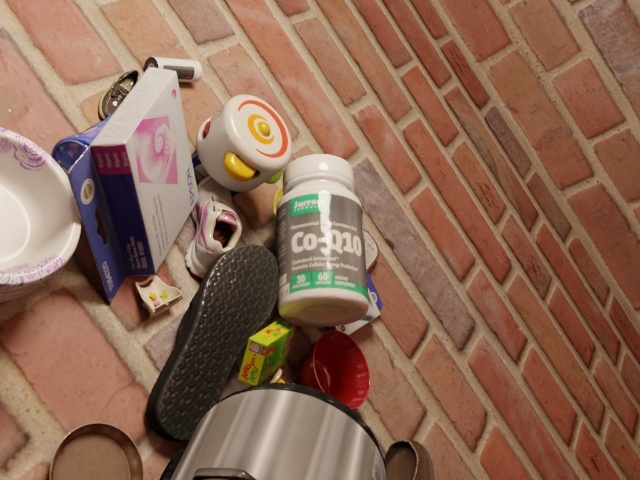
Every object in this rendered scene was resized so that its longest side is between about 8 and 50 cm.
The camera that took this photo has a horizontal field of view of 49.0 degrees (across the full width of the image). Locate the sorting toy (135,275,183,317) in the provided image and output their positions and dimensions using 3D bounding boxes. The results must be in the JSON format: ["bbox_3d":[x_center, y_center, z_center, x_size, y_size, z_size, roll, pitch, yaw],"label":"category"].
[{"bbox_3d":[-0.328,0.106,1.386,0.075,0.045,0.083,56,38,5],"label":"sorting toy"}]

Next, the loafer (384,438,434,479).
[{"bbox_3d":[0.151,0.585,1.549,0.130,0.134,0.366,45,41,-20],"label":"loafer"}]

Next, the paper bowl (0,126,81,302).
[{"bbox_3d":[-0.550,-0.035,1.134,0.284,0.148,0.284,26,51,-36],"label":"paper bowl"}]

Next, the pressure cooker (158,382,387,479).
[{"bbox_3d":[-0.090,0.475,1.103,0.370,0.375,0.420,38,27,-9],"label":"pressure cooker"}]

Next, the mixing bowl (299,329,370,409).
[{"bbox_3d":[0.018,0.306,1.601,0.181,0.098,0.181,26,50,-35],"label":"mixing bowl"}]

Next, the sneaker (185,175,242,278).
[{"bbox_3d":[-0.220,-0.043,1.538,0.103,0.111,0.252,24,51,-38],"label":"sneaker"}]

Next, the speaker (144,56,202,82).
[{"bbox_3d":[-0.347,-0.404,1.663,0.136,0.055,0.055,-12,77,-51],"label":"speaker"}]

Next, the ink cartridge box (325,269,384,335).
[{"bbox_3d":[0.066,0.112,1.778,0.224,0.045,0.223,-28,94,-43],"label":"ink cartridge box"}]

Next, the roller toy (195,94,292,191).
[{"bbox_3d":[-0.166,-0.218,1.558,0.209,0.146,0.191,-17,79,-51],"label":"roller toy"}]

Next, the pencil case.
[{"bbox_3d":[-0.401,-0.204,1.419,0.119,0.133,0.306,53,38,-11],"label":"pencil case"}]

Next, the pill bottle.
[{"bbox_3d":[0.000,0.000,1.601,0.204,0.204,0.361,21,55,-40],"label":"pill bottle"}]

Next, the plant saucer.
[{"bbox_3d":[-0.374,0.390,1.167,0.168,0.029,0.168,26,50,-37],"label":"plant saucer"}]

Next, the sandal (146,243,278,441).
[{"bbox_3d":[-0.227,0.183,1.409,0.167,0.107,0.446,48,52,-29],"label":"sandal"}]

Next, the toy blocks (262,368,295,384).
[{"bbox_3d":[-0.065,0.363,1.496,0.148,0.054,0.123,48,26,-16],"label":"toy blocks"}]

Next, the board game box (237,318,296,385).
[{"bbox_3d":[-0.109,0.231,1.463,0.181,0.043,0.092,-21,128,-73],"label":"board game box"}]

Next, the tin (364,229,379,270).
[{"bbox_3d":[0.098,0.037,1.908,0.106,0.040,0.189,51,39,-6],"label":"tin"}]

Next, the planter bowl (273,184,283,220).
[{"bbox_3d":[-0.011,-0.070,1.806,0.217,0.090,0.217,27,49,-36],"label":"planter bowl"}]

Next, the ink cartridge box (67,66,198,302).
[{"bbox_3d":[-0.332,-0.101,1.323,0.324,0.071,0.330,90,12,-45],"label":"ink cartridge box"}]

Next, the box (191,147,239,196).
[{"bbox_3d":[-0.224,-0.193,1.657,0.137,0.072,0.126,41,42,-23],"label":"box"}]

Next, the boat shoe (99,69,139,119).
[{"bbox_3d":[-0.433,-0.318,1.517,0.056,0.049,0.152,34,46,-31],"label":"boat shoe"}]
